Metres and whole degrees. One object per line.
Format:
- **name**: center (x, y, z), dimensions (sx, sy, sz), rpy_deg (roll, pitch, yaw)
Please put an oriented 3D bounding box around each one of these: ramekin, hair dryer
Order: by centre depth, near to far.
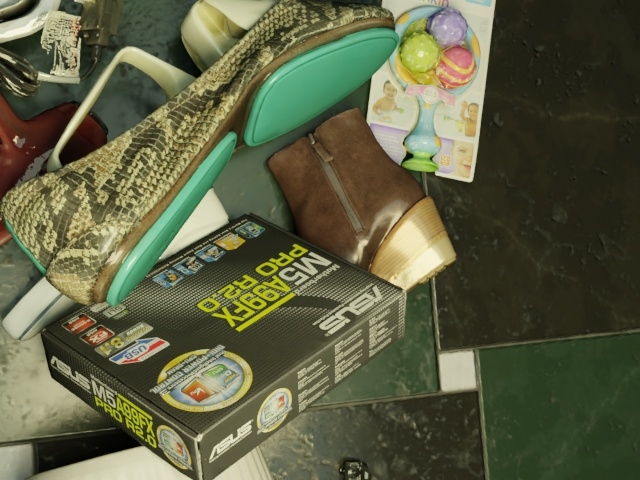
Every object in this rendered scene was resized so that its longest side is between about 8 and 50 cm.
- **ramekin**: center (-0.162, 0.262, 1.022), dimensions (0.273, 0.273, 0.127), rpy_deg (-11, 78, -15)
- **hair dryer**: center (-0.315, -0.122, 1.057), dimensions (0.224, 0.080, 0.293), rpy_deg (3, 97, -31)

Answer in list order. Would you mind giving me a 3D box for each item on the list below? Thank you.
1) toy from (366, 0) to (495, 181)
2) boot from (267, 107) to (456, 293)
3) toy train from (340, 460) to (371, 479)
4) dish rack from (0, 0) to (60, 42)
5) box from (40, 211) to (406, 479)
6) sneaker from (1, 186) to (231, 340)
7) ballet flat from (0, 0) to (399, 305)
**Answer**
- **toy**: center (0.132, -0.195, 1.219), dimensions (0.137, 0.056, 0.237), rpy_deg (10, 85, -15)
- **boot**: center (0.000, 0.000, 1.174), dimensions (0.248, 0.090, 0.206), rpy_deg (-35, 80, 0)
- **toy train**: center (0.039, 0.322, 1.189), dimensions (0.036, 0.027, 0.158), rpy_deg (4, 86, -26)
- **dish rack**: center (-0.444, -0.305, 1.038), dimensions (0.333, 0.072, 0.285), rpy_deg (-19, 106, -15)
- **box**: center (-0.086, 0.086, 1.012), dimensions (0.270, 0.216, 0.060), rpy_deg (-32, 133, -36)
- **sneaker**: center (-0.199, 0.030, 1.099), dimensions (0.258, 0.094, 0.091), rpy_deg (-38, 93, -14)
- **ballet flat**: center (-0.117, -0.138, 1.063), dimensions (0.182, 0.164, 0.483), rpy_deg (41, 58, 7)
